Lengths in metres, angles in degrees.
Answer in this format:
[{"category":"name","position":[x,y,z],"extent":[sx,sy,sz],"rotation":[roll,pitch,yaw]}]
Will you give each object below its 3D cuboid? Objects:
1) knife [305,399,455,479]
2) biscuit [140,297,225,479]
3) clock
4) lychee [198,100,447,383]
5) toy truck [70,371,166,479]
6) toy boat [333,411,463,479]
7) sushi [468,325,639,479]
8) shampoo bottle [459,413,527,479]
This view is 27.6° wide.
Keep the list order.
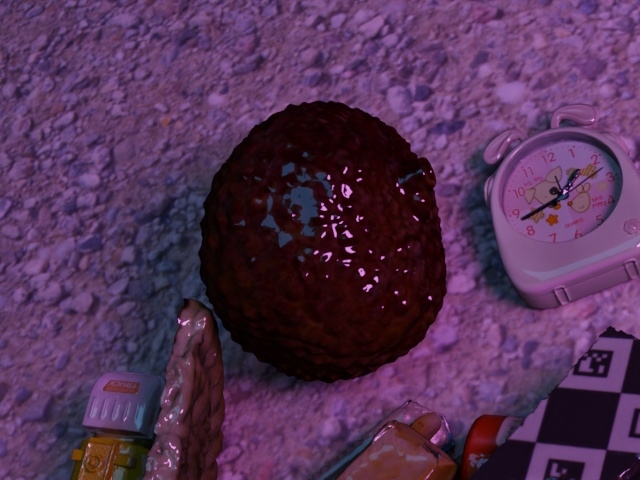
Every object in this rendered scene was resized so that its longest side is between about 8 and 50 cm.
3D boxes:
[{"category":"knife","position":[-0.024,0.280,1.215],"extent":[0.365,0.043,0.089],"rotation":[-39,90,-2]},{"category":"biscuit","position":[-0.126,0.205,1.207],"extent":[0.036,0.187,0.273],"rotation":[5,57,9]},{"category":"clock","position":[0.236,-0.040,1.251],"extent":[0.151,0.062,0.191],"rotation":[-22,58,12]},{"category":"lychee","position":[0.000,0.000,1.223],"extent":[0.260,0.260,0.260],"rotation":[-10,61,18]},{"category":"toy truck","position":[-0.193,0.238,1.260],"extent":[0.098,0.114,0.227],"rotation":[3,66,24]},{"category":"toy boat","position":[0.027,0.276,1.125],"extent":[0.089,0.115,0.310],"rotation":[30,68,27]},{"category":"sushi","position":[0.256,0.224,0.979],"extent":[0.292,0.059,0.294],"rotation":[-42,44,-20]},{"category":"shampoo bottle","position":[0.263,0.208,1.088],"extent":[0.278,0.104,0.104],"rotation":[2,66,24]}]
